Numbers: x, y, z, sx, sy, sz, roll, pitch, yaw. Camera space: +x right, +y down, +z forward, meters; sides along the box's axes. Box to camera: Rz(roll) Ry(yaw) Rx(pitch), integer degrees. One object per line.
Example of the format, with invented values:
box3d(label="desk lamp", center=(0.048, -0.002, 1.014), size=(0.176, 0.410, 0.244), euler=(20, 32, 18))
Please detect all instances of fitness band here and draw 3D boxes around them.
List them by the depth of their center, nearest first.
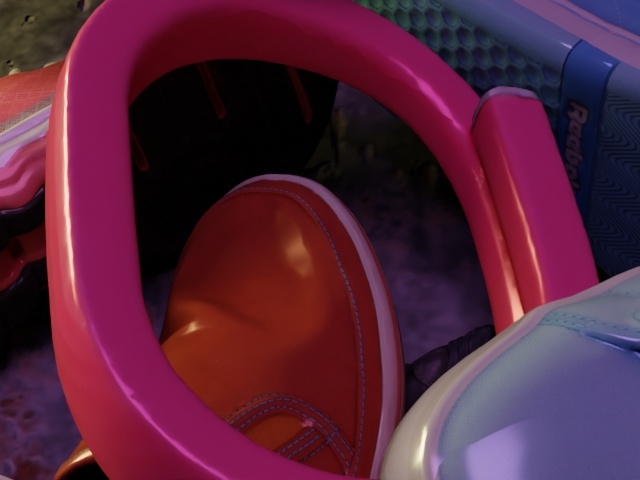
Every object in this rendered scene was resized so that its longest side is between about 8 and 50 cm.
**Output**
box3d(label="fitness band", center=(0.000, 0.000, 0.681), size=(0.209, 0.054, 0.290), euler=(7, 46, -18))

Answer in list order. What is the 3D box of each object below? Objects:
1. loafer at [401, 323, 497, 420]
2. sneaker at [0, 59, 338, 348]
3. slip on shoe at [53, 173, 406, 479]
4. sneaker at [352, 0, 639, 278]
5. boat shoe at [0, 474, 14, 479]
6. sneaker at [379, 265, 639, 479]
box3d(label="loafer", center=(0.052, 0.112, 0.696), size=(0.061, 0.062, 0.170), euler=(-20, 38, 23))
box3d(label="sneaker", center=(-0.139, -0.045, 0.834), size=(0.314, 0.116, 0.136), euler=(-30, 48, -17))
box3d(label="slip on shoe", center=(-0.045, 0.092, 0.677), size=(0.123, 0.101, 0.331), euler=(-19, 41, 31))
box3d(label="sneaker", center=(0.181, -0.082, 0.805), size=(0.208, 0.127, 0.319), euler=(-33, 60, -32))
box3d(label="boat shoe", center=(-0.222, 0.124, 0.715), size=(0.258, 0.095, 0.084), euler=(6, 21, 26))
box3d(label="sneaker", center=(0.199, 0.034, 0.578), size=(0.366, 0.150, 0.135), euler=(-13, 65, -20))
